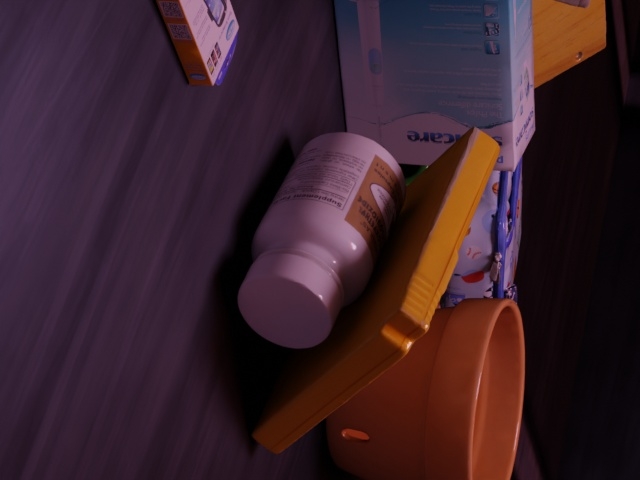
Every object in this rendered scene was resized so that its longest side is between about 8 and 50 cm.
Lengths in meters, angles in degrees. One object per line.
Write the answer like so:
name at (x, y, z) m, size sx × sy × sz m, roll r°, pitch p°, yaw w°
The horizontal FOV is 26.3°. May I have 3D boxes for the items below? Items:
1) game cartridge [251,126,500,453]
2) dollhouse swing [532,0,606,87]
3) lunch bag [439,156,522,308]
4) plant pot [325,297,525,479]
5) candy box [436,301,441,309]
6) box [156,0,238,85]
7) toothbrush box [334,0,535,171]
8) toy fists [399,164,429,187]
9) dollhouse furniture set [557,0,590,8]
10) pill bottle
game cartridge at (0.064, 0.055, 1.499) m, size 0.285 × 0.053 × 0.323 m, roll -43°, pitch -165°, yaw 44°
dollhouse swing at (0.306, -0.486, 2.269) m, size 0.315 × 0.305 × 0.347 m, roll -30°, pitch 136°, yaw -14°
lunch bag at (0.237, -0.037, 1.991) m, size 0.303 × 0.115 × 0.243 m, roll -77°, pitch 167°, yaw -48°
plant pot at (0.134, 0.208, 1.760) m, size 0.291 × 0.203 × 0.291 m, roll 6°, pitch 90°, yaw -69°
candy box at (0.172, 0.029, 2.075) m, size 0.105 × 0.027 × 0.206 m, roll -19°, pitch 112°, yaw -66°
box at (-0.111, -0.206, 1.249) m, size 0.136 × 0.028 × 0.081 m, roll 74°, pitch 29°, yaw -50°
toothbrush box at (0.140, -0.243, 1.647) m, size 0.126 × 0.216 × 0.295 m, roll -54°, pitch 143°, yaw -54°
toy fists at (0.150, -0.180, 1.867) m, size 0.142 × 0.096 × 0.279 m, roll 31°, pitch 65°, yaw -70°
dollhouse furniture set at (0.192, -0.460, 1.354) m, size 0.362 × 0.256 × 0.394 m, roll -69°, pitch 174°, yaw -74°
pill bottle at (0.000, 0.000, 1.448) m, size 0.229 × 0.131 × 0.131 m, roll -63°, pitch 151°, yaw -45°
